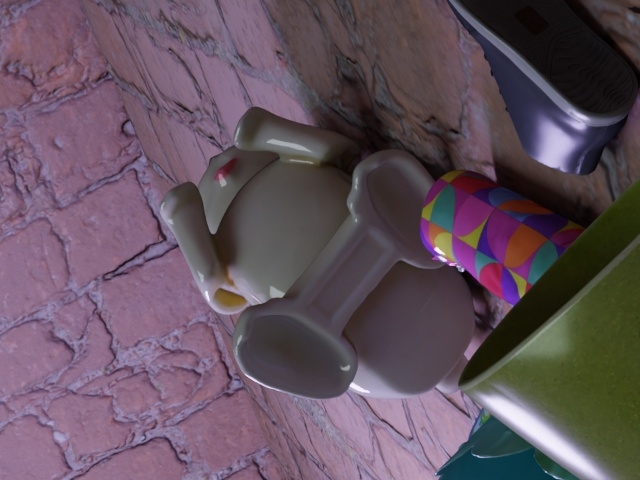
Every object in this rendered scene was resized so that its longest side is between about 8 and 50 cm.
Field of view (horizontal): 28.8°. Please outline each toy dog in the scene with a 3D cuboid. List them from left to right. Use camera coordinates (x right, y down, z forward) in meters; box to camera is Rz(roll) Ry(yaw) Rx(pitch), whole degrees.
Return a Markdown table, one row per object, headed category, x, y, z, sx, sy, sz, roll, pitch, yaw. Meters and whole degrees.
| category | x | y | z | sx | sy | sz | roll | pitch | yaw |
| --- | --- | --- | --- | --- | --- | --- | --- | --- | --- |
| toy dog | 0.000 | 0.000 | 1.508 | 0.395 | 0.284 | 0.408 | 28 | -174 | -36 |

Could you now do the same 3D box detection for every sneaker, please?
| category | x | y | z | sx | sy | sz | roll | pitch | yaw |
| --- | --- | --- | --- | --- | --- | --- | --- | --- | --- |
| sneaker | 0.153 | -0.150 | 0.994 | 0.222 | 0.083 | 0.118 | 55 | 164 | 20 |

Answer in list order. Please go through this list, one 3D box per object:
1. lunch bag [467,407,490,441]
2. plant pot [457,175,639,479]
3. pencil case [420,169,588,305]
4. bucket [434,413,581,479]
| category | x | y | z | sx | sy | sz | roll | pitch | yaw |
| --- | --- | --- | --- | --- | --- | --- | --- | --- | --- |
| lunch bag | 0.234 | 0.184 | 1.176 | 0.176 | 0.090 | 0.219 | 53 | 138 | 37 |
| plant pot | 0.279 | 0.091 | 0.728 | 0.293 | 0.275 | 0.275 | 45 | 163 | 4 |
| pencil case | 0.183 | 0.010 | 1.148 | 0.236 | 0.104 | 0.104 | 36 | 150 | 59 |
| bucket | 0.235 | 0.207 | 0.941 | 0.281 | 0.183 | 0.281 | 29 | 144 | 24 |
